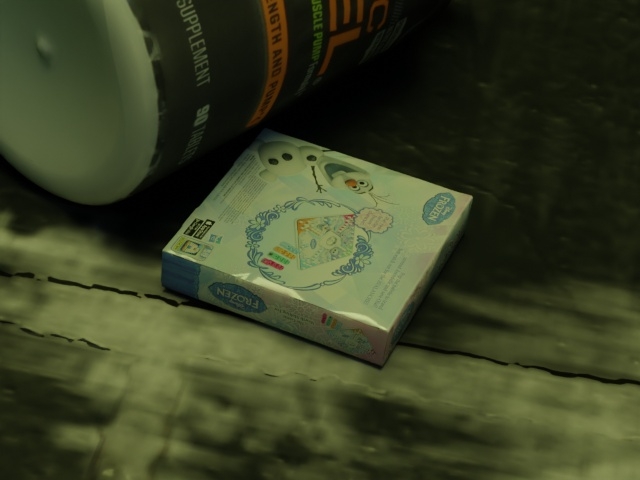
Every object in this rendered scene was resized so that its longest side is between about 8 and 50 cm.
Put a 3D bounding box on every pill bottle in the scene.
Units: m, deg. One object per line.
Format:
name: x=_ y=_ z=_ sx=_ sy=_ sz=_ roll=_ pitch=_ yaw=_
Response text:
pill bottle: x=-0.027 y=-0.120 z=0.746 sx=0.130 sy=0.130 sz=0.246 roll=32 pitch=46 yaw=28

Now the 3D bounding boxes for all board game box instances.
board game box: x=0.000 y=0.000 z=0.690 sx=0.090 sy=0.020 sz=0.090 roll=19 pitch=40 yaw=16
